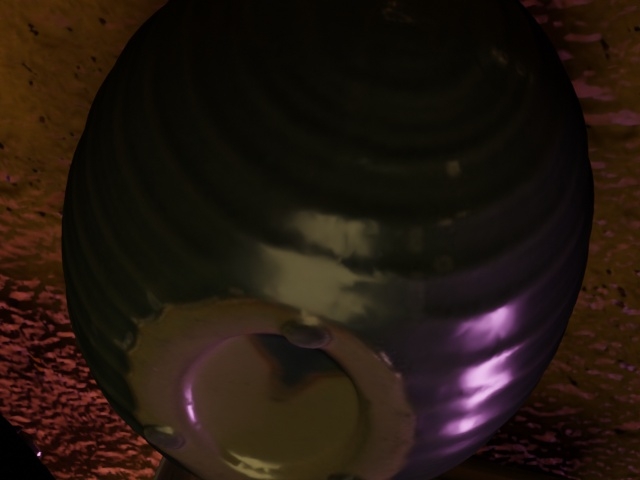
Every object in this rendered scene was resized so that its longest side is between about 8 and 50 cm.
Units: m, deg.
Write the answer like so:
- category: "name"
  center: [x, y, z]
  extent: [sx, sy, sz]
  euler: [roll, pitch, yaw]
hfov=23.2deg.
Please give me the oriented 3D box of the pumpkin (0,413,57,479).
- category: "pumpkin"
  center: [-0.205, 0.149, 0.762]
  extent: [0.233, 0.163, 0.233]
  euler: [50, 168, 14]

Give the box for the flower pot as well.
- category: "flower pot"
  center: [0.000, 0.000, 0.571]
  extent: [0.189, 0.157, 0.243]
  euler: [15, 145, -1]

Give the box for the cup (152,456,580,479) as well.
- category: "cup"
  center: [0.027, 0.151, 0.705]
  extent: [0.202, 0.166, 0.221]
  euler: [17, 130, -13]
